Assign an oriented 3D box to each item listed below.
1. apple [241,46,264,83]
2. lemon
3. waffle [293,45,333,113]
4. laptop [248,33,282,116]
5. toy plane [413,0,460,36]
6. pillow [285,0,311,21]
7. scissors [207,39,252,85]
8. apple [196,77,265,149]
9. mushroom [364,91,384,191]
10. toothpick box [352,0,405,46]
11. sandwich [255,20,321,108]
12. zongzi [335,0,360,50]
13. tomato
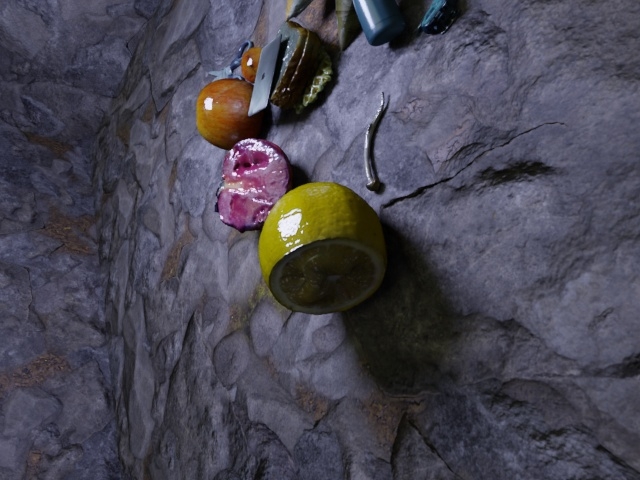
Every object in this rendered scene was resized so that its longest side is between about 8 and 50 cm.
[{"bbox_3d":[-0.251,-0.702,1.793,0.146,0.146,0.147,-14,70,44],"label":"apple"},{"bbox_3d":[0.000,0.000,1.226,0.364,0.364,0.364,-14,70,44],"label":"lemon"},{"bbox_3d":[-0.036,-0.577,1.599,0.208,0.054,0.214,-40,47,37],"label":"waffle"},{"bbox_3d":[-0.202,-0.593,1.616,0.187,0.015,0.269,7,85,62],"label":"laptop"},{"bbox_3d":[0.345,-0.654,1.218,0.235,0.060,0.096,-51,35,30],"label":"toy plane"},{"bbox_3d":[-0.009,-0.942,1.503,0.310,0.119,0.312,-62,7,-17],"label":"pillow"},{"bbox_3d":[-0.449,-0.792,2.113,0.383,0.029,0.256,10,87,49],"label":"scissors"},{"bbox_3d":[-0.375,-0.509,1.787,0.301,0.301,0.302,-14,70,44],"label":"apple"},{"bbox_3d":[0.158,-0.293,1.338,0.068,0.043,0.306,-2,77,29],"label":"mushroom"},{"bbox_3d":[0.164,-0.687,1.320,0.120,0.120,0.184,-24,92,41],"label":"toothpick box"},{"bbox_3d":[-0.121,-0.642,1.614,0.271,0.099,0.301,-63,30,23],"label":"sandwich"},{"bbox_3d":[0.099,-0.821,1.495,0.274,0.125,0.251,104,169,-52],"label":"zongzi"},{"bbox_3d":[-0.208,-0.183,1.605,0.289,0.176,0.335,9,91,27],"label":"tomato"}]
